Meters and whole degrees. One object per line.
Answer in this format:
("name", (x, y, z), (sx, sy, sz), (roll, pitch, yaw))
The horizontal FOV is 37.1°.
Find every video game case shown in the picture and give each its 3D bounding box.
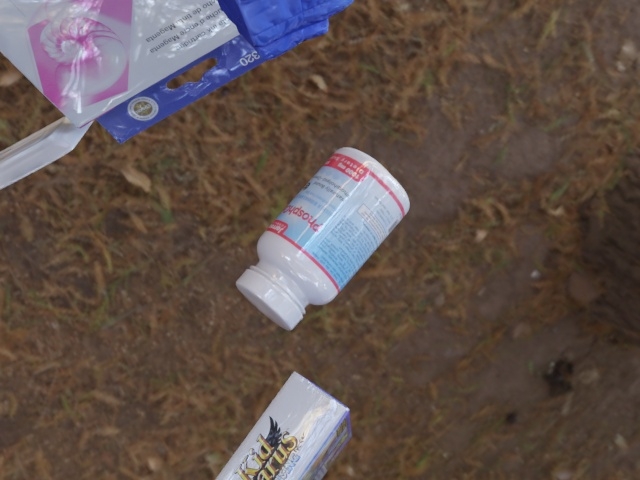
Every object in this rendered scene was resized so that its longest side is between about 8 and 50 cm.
("video game case", (-0.064, 0.253, 0.882), (0.244, 0.061, 0.269), (-52, 168, -12))

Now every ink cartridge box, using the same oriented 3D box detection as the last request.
("ink cartridge box", (-0.235, -0.282, 1.241), (0.324, 0.071, 0.330), (-27, 133, 16))

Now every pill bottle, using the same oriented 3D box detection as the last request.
("pill bottle", (0.000, 0.000, 0.858), (0.160, 0.087, 0.087), (-49, 136, -13))

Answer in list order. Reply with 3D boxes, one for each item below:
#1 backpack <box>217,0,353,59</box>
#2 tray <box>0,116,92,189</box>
("backpack", (-0.030, -0.234, 0.875), (0.120, 0.098, 0.101), (-31, 144, -8))
("tray", (-0.455, -0.105, 1.369), (0.270, 0.145, 0.030), (-26, 112, 13))
